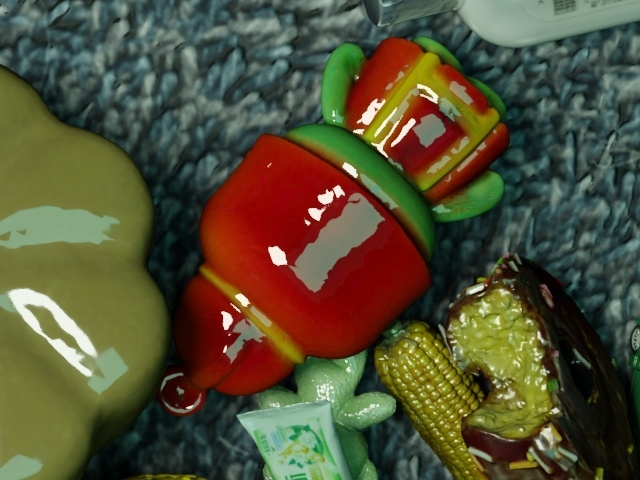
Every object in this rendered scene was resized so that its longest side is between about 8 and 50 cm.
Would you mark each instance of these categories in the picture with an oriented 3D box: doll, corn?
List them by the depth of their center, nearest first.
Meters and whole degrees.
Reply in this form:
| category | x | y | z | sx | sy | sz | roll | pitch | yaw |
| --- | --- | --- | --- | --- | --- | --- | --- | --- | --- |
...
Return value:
| category | x | y | z | sx | sy | sz | roll | pitch | yaw |
| --- | --- | --- | --- | --- | --- | --- | --- | --- | --- |
| doll | 0.000 | 0.000 | 1.458 | 0.182 | 0.160 | 0.363 | 43 | 87 | -14 |
| doll | 0.006 | 0.137 | 1.531 | 0.115 | 0.077 | 0.150 | 5 | 84 | 3 |
| corn | 0.114 | 0.150 | 1.562 | 0.068 | 0.068 | 0.207 | -37 | 105 | -6 |

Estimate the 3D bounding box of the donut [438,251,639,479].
| category | x | y | z | sx | sy | sz | roll | pitch | yaw |
| --- | --- | --- | --- | --- | --- | --- | --- | --- | --- |
| donut | 0.178 | 0.130 | 1.510 | 0.096 | 0.216 | 0.230 | -26 | 69 | 22 |

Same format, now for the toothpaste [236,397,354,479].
| category | x | y | z | sx | sy | sz | roll | pitch | yaw |
| --- | --- | --- | --- | --- | --- | --- | --- | --- | --- |
| toothpaste | 0.011 | 0.231 | 1.502 | 0.075 | 0.048 | 0.297 | -10 | 131 | 13 |

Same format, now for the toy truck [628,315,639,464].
| category | x | y | z | sx | sy | sz | roll | pitch | yaw |
| --- | --- | --- | --- | --- | --- | --- | --- | --- | --- |
| toy truck | 0.300 | 0.142 | 1.604 | 0.065 | 0.079 | 0.147 | 8 | 95 | -15 |

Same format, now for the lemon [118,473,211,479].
| category | x | y | z | sx | sy | sz | roll | pitch | yaw |
| --- | --- | --- | --- | --- | --- | --- | --- | --- | --- |
| lemon | -0.113 | 0.321 | 1.422 | 0.297 | 0.297 | 0.297 | -2 | 100 | -14 |

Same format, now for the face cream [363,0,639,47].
| category | x | y | z | sx | sy | sz | roll | pitch | yaw |
| --- | --- | --- | --- | --- | --- | --- | --- | --- | --- |
| face cream | 0.177 | -0.230 | 1.513 | 0.291 | 0.071 | 0.144 | -16 | 102 | -12 |

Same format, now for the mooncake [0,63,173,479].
| category | x | y | z | sx | sy | sz | roll | pitch | yaw |
| --- | --- | --- | --- | --- | --- | --- | --- | --- | --- |
| mooncake | -0.290 | 0.045 | 1.317 | 0.378 | 0.201 | 0.378 | 3 | 78 | -12 |
